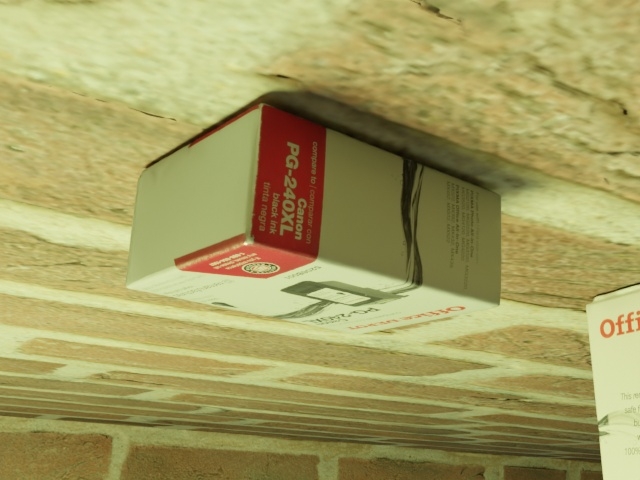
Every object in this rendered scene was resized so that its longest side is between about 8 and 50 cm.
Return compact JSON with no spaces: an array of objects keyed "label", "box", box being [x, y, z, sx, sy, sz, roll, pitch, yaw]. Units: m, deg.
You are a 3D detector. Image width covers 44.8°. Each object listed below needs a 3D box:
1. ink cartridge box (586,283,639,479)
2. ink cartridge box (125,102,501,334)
[{"label":"ink cartridge box","box":[0.277,0.142,0.506,0.100,0.237,0.172,7,162,-22]},{"label":"ink cartridge box","box":[0.000,0.000,0.379,0.150,0.063,0.109,16,158,-36]}]
